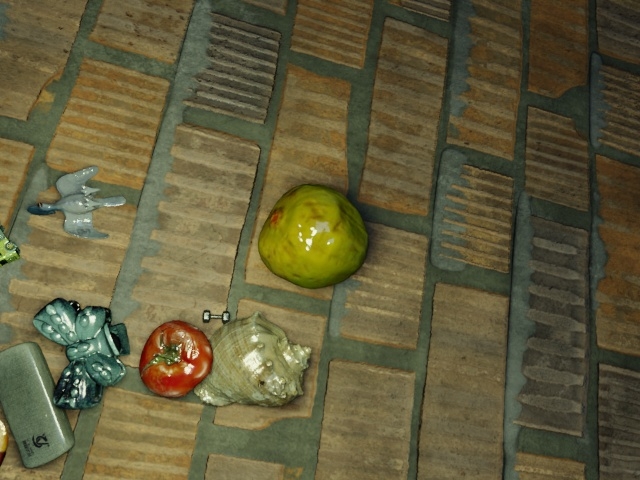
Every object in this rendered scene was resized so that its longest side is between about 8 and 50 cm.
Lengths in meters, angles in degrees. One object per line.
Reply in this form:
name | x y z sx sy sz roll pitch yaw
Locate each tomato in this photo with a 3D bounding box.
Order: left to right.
tomato | -0.421 0.325 1.553 0.227 0.101 0.228 -6 60 11

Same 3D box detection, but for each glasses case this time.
glasses case | -0.778 0.438 1.472 0.131 0.074 0.324 -24 82 -5

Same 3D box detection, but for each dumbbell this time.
dumbbell | -0.321 0.235 1.682 0.083 0.040 0.036 5 105 -14

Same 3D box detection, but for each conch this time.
conch | -0.201 0.357 1.596 0.351 0.210 0.297 -17 72 -20

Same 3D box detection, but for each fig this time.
fig | -0.010 -0.002 1.695 0.342 0.343 0.344 4 74 -14

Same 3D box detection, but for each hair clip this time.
hair clip | -0.645 0.301 1.512 0.206 0.194 0.311 -17 82 -7

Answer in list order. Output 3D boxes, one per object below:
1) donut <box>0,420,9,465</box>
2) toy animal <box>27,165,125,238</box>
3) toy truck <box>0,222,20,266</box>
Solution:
donut | -0.899 0.542 1.420 0.166 0.073 0.184 2 75 -15
toy animal | -0.730 -0.115 1.650 0.255 0.176 0.240 2 75 -50
toy truck | -0.943 -0.002 1.558 0.100 0.077 0.169 -34 87 -24
